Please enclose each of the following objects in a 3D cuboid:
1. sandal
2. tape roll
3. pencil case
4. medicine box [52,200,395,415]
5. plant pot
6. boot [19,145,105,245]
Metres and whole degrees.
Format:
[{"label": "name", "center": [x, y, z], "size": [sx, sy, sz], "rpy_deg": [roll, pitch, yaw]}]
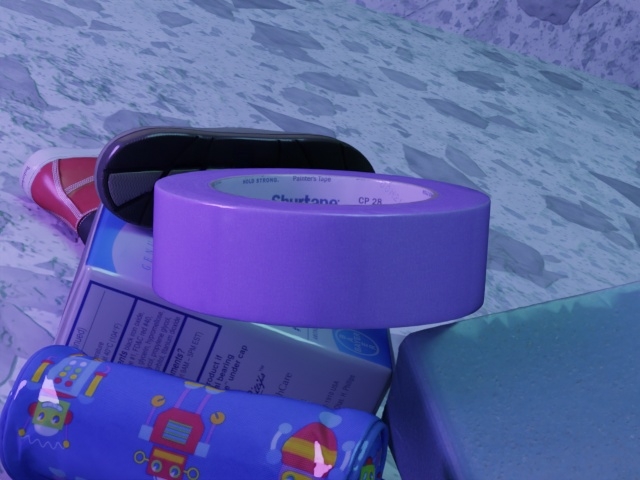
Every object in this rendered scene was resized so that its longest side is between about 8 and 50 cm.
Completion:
[{"label": "sandal", "center": [-0.073, -0.059, 1.315], "size": [0.303, 0.120, 0.086], "rpy_deg": [11, 11, -29]}, {"label": "tape roll", "center": [0.000, 0.000, 1.143], "size": [0.275, 0.090, 0.275], "rpy_deg": [2, 10, 0]}, {"label": "pencil case", "center": [-0.090, 0.165, 1.065], "size": [0.306, 0.119, 0.133], "rpy_deg": [11, -15, 20]}, {"label": "medicine box", "center": [-0.095, 0.077, 1.327], "size": [0.289, 0.149, 0.263], "rpy_deg": [20, 22, -10]}, {"label": "plant pot", "center": [0.208, 0.206, 1.145], "size": [0.248, 0.247, 0.252], "rpy_deg": [-12, 66, -8]}, {"label": "boot", "center": [-0.197, -0.043, 1.590], "size": [0.244, 0.088, 0.176], "rpy_deg": [-14, 43, -45]}]
